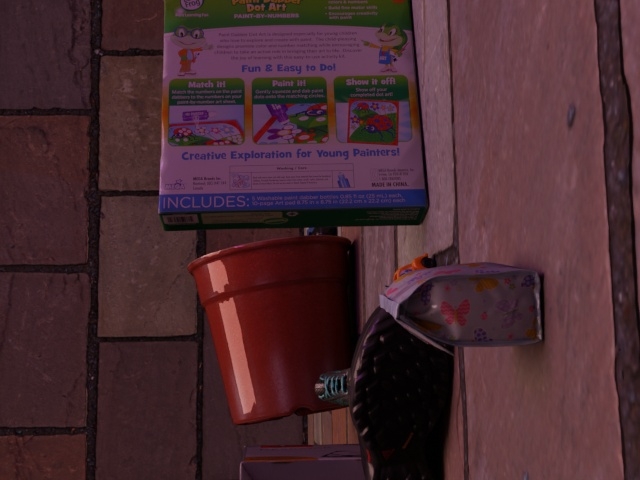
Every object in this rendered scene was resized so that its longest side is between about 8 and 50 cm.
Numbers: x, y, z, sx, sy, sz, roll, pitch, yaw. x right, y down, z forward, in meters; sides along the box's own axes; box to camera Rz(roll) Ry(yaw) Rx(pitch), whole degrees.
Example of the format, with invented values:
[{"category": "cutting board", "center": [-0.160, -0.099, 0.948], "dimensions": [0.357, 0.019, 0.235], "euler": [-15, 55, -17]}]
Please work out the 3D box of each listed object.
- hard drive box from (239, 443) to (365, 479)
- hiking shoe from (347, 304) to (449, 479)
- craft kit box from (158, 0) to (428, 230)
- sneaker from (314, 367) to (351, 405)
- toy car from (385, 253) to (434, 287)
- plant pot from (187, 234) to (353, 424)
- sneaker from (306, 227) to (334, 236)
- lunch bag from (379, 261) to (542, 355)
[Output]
[{"category": "hard drive box", "center": [-0.004, 0.291, 1.114], "dimensions": [0.232, 0.181, 0.089], "euler": [118, 152, -80]}, {"category": "hiking shoe", "center": [0.060, 0.138, 0.839], "dimensions": [0.114, 0.086, 0.226], "euler": [-106, 15, -63]}, {"category": "craft kit box", "center": [-0.031, -0.132, 0.929], "dimensions": [0.061, 0.250, 0.246], "euler": [96, 173, -71]}, {"category": "sneaker", "center": [0.030, 0.211, 1.356], "dimensions": [0.166, 0.076, 0.065], "euler": [104, 164, -74]}, {"category": "toy car", "center": [0.079, 0.055, 0.877], "dimensions": [0.122, 0.041, 0.060], "euler": [101, 168, -69]}, {"category": "plant pot", "center": [-0.062, 0.152, 1.537], "dimensions": [0.272, 0.272, 0.265], "euler": [107, 154, -77]}, {"category": "sneaker", "center": [-0.001, 0.000, 1.905], "dimensions": [0.152, 0.058, 0.084], "euler": [110, 169, -61]}, {"category": "lunch bag", "center": [0.079, 0.040, 0.558], "dimensions": [0.071, 0.083, 0.053], "euler": [-175, 84, -85]}]
